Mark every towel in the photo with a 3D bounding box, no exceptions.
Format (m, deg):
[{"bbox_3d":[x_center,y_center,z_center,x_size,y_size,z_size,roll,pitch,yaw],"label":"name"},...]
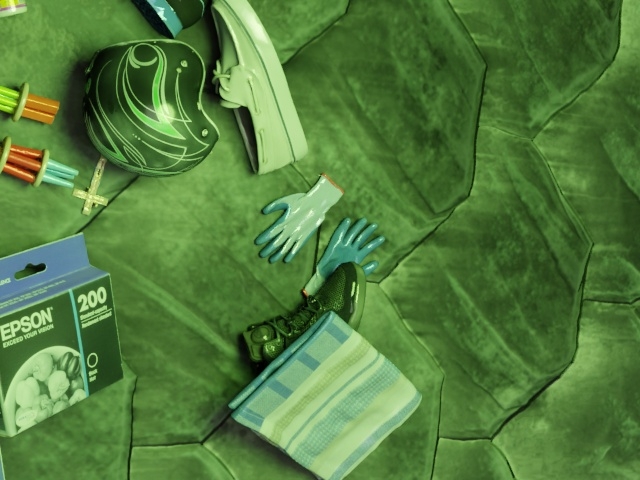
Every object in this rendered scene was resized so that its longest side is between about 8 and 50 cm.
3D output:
[{"bbox_3d":[0.016,0.238,1.478,0.209,0.034,0.285,-44,134,0],"label":"towel"}]

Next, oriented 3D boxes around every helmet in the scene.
[{"bbox_3d":[-0.215,-0.161,1.298,0.169,0.169,0.162,-3,84,-25],"label":"helmet"}]

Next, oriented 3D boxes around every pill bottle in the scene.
[{"bbox_3d":[-0.391,-0.317,1.252,0.043,0.043,0.083,-18,106,-21],"label":"pill bottle"}]

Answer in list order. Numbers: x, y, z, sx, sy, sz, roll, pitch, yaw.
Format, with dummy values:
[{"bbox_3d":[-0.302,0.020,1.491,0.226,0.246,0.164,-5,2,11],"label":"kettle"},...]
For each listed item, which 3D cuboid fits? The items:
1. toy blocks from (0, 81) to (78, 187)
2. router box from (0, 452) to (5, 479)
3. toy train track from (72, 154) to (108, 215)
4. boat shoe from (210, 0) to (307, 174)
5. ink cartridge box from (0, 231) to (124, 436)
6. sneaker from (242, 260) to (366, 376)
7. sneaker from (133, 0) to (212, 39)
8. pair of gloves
[{"bbox_3d":[-0.370,-0.134,1.288,0.148,0.054,0.123,18,91,-27],"label":"toy blocks"},{"bbox_3d":[-0.439,0.117,1.162,0.082,0.301,0.335,-10,102,-24],"label":"router box"},{"bbox_3d":[-0.298,-0.074,1.355,0.048,0.014,0.083,17,91,-27],"label":"toy train track"},{"bbox_3d":[-0.102,-0.210,1.377,0.088,0.096,0.267,-30,126,-14],"label":"boat shoe"},{"bbox_3d":[-0.344,0.112,1.293,0.206,0.045,0.208,-25,111,-55],"label":"ink cartridge box"},{"bbox_3d":[-0.026,0.123,1.463,0.130,0.087,0.227,23,105,-29],"label":"sneaker"},{"bbox_3d":[-0.228,-0.373,1.305,0.090,0.081,0.232,-45,121,-15],"label":"sneaker"},{"bbox_3d":[0.000,0.000,1.503,0.159,0.023,0.198,-48,115,-11],"label":"pair of gloves"}]
